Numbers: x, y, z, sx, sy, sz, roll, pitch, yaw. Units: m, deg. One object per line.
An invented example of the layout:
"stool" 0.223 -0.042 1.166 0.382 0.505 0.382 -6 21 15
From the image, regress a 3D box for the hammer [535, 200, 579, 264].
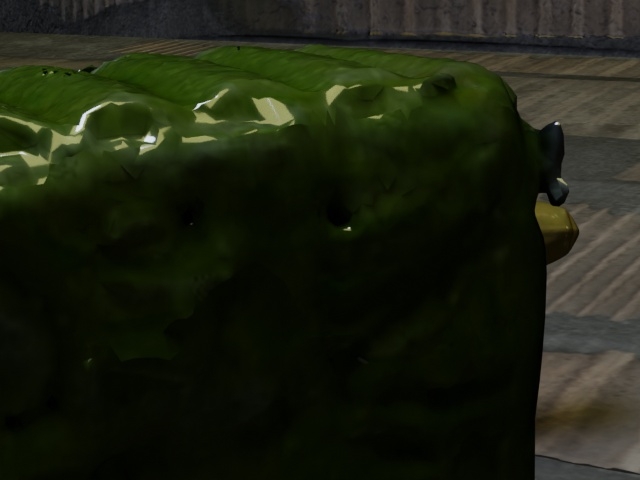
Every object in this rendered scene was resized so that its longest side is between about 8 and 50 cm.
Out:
"hammer" 0.000 0.000 0.761 0.305 0.113 0.202 -3 1 -21

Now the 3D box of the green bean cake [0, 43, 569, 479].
"green bean cake" -0.044 0.057 0.558 0.247 0.250 0.156 -8 15 -28
